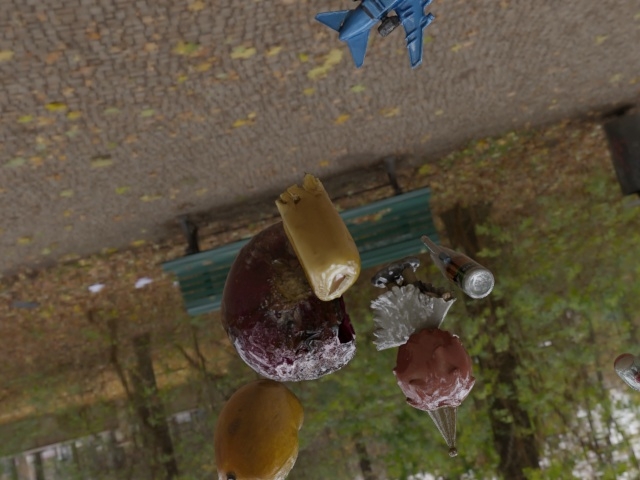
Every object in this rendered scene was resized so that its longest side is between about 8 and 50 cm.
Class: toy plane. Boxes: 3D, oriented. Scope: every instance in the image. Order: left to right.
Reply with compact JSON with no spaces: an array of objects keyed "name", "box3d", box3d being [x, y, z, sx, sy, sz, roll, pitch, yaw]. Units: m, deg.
[{"name":"toy plane","box3d":[0.122,-0.430,1.376,0.271,0.254,0.105,-37,-171,34]}]

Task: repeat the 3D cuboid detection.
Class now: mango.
[{"name":"mango","box3d":[-0.060,0.195,0.807,0.075,0.098,0.190,-25,-172,19]}]

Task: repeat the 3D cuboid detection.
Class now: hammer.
[{"name":"hammer","box3d":[0.375,0.162,0.915,0.031,0.052,0.083,-49,-162,4]}]

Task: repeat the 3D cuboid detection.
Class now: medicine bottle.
[{"name":"medicine bottle","box3d":[0.260,0.045,1.568,0.061,0.092,0.221,-48,-162,2]}]

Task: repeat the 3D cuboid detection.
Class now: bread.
[{"name":"bread","box3d":[0.002,0.000,1.191,0.085,0.173,0.134,-23,153,-5]}]

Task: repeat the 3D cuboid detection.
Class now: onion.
[{"name":"onion","box3d":[-0.080,0.134,1.664,0.260,0.337,0.282,-19,171,-1]}]

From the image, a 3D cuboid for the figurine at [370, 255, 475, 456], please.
[{"name":"figurine","box3d":[0.213,0.215,1.532,0.207,0.387,0.166,-36,152,27]}]
